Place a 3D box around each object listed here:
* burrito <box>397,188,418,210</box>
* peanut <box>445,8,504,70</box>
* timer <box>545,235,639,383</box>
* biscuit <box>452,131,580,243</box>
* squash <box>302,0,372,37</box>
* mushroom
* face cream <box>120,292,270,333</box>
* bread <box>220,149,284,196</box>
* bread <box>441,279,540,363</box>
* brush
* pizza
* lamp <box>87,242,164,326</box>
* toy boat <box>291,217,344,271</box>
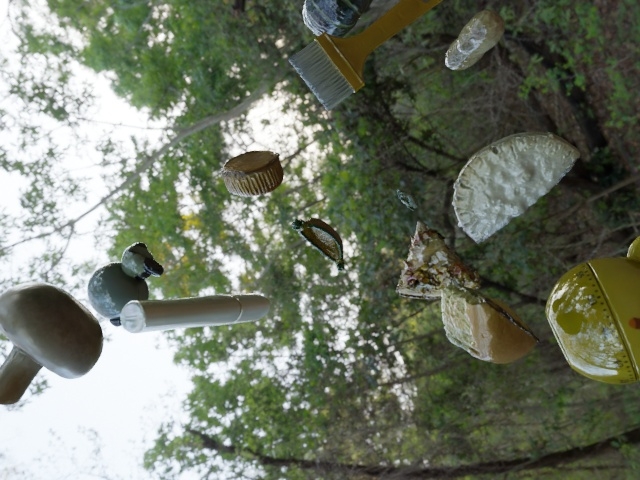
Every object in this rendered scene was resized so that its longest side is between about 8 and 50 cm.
[{"bbox_3d":[0.322,-0.156,2.106,0.118,0.044,0.074,24,-139,-63],"label":"burrito"},{"bbox_3d":[0.380,-0.493,1.414,0.085,0.104,0.228,57,170,2],"label":"peanut"},{"bbox_3d":[0.822,0.199,1.515,0.376,0.387,0.376,56,-160,-32],"label":"timer"},{"bbox_3d":[0.370,-0.115,1.167,0.179,0.281,0.084,28,-146,-17],"label":"biscuit"},{"bbox_3d":[0.061,-0.738,1.742,0.165,0.252,0.252,38,-161,-6],"label":"squash"},{"bbox_3d":[-0.505,0.189,1.011,0.207,0.215,0.207,29,162,11],"label":"mushroom"},{"bbox_3d":[-0.319,0.185,1.473,0.349,0.174,0.081,0,-98,-38],"label":"face cream"},{"bbox_3d":[-0.215,-0.212,1.837,0.199,0.199,0.104,-91,-13,-59],"label":"bread"},{"bbox_3d":[0.429,0.225,1.462,0.262,0.162,0.204,31,177,-25],"label":"bread"},{"bbox_3d":[0.087,-0.320,0.882,0.103,0.272,0.013,52,177,-4],"label":"brush"},{"bbox_3d":[0.377,0.086,1.764,0.074,0.252,0.287,-70,-12,-49],"label":"pizza"},{"bbox_3d":[-0.602,0.131,1.747,0.198,0.243,0.198,38,-173,-6],"label":"lamp"},{"bbox_3d":[0.000,0.000,1.708,0.229,0.089,0.088,44,-141,-24],"label":"toy boat"}]
